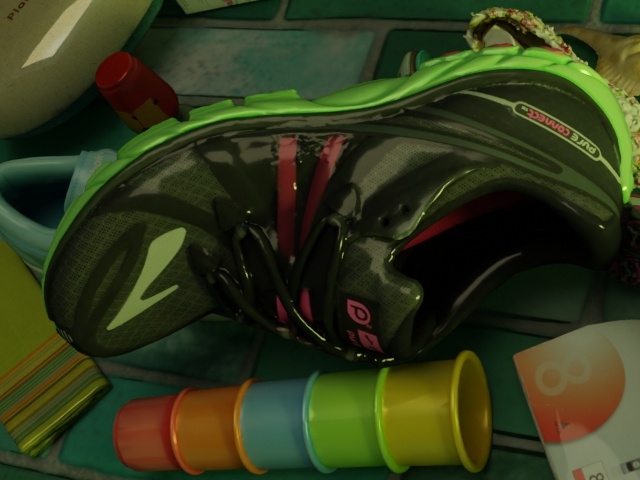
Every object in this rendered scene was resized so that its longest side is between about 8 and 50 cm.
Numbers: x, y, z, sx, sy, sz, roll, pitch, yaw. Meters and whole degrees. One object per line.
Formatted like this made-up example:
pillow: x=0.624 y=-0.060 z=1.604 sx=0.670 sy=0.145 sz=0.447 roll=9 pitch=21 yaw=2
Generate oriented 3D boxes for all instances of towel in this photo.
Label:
towel: x=-0.296 y=0.100 z=1.212 sx=0.102 sy=0.021 sz=0.237 roll=-39 pitch=52 yaw=-7

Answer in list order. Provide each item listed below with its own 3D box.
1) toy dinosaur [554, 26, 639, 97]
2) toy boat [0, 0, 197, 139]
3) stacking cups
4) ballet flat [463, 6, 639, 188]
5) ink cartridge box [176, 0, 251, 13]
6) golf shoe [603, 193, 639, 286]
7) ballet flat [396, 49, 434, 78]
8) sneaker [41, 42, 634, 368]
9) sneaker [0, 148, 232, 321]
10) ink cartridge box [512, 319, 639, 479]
toy dinosaur: x=0.273 y=-0.164 z=1.075 sx=0.092 sy=0.053 sz=0.183 roll=-39 pitch=53 yaw=2
toy boat: x=-0.232 y=-0.177 z=1.276 sx=0.267 sy=0.148 sz=0.318 roll=-48 pitch=48 yaw=-4
stacking cups: x=-0.022 y=0.144 z=1.017 sx=0.316 sy=0.096 sz=0.096 roll=-5 pitch=60 yaw=25
ballet flat: x=0.196 y=-0.125 z=1.058 sx=0.091 sy=0.077 sz=0.241 roll=-56 pitch=43 yaw=17
ink cartridge box: x=-0.095 y=-0.301 z=1.326 sx=0.122 sy=0.052 sz=0.088 roll=-7 pitch=60 yaw=20
golf shoe: x=0.282 y=0.006 z=0.976 sx=0.086 sy=0.067 sz=0.186 roll=-13 pitch=29 yaw=-33
ballet flat: x=0.100 y=-0.075 z=1.100 sx=0.079 sy=0.077 sz=0.221 roll=-39 pitch=51 yaw=24
sneaker: x=0.000 y=0.000 z=0.939 sx=0.483 sy=0.185 sz=0.202 roll=-18 pitch=53 yaw=14
sneaker: x=-0.158 y=-0.015 z=1.130 sx=0.366 sy=0.150 sz=0.135 roll=-1 pitch=63 yaw=25
ink cartridge box: x=0.251 y=0.122 z=0.927 sx=0.179 sy=0.045 sz=0.145 roll=-25 pitch=55 yaw=13
